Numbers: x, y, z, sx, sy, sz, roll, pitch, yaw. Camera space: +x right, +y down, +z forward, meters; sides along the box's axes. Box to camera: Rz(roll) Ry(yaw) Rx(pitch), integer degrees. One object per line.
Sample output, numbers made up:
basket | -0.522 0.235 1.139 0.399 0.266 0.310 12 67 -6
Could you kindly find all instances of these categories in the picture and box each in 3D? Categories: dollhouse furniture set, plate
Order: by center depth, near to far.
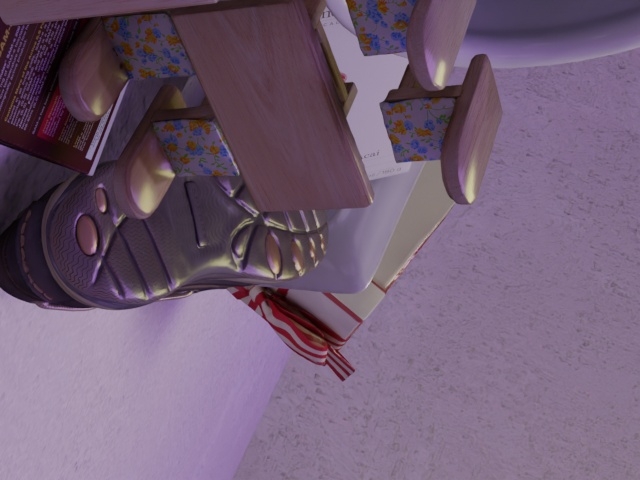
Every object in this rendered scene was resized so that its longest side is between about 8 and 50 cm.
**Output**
dollhouse furniture set | -0.046 -0.094 0.636 0.161 0.212 0.242 -68 146 -42
plate | -0.036 -0.069 1.278 0.278 0.277 0.045 -63 145 -36

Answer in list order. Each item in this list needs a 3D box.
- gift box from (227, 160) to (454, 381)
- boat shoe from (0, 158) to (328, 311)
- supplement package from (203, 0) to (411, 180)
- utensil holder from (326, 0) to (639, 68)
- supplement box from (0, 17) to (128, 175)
gift box | 0.000 0.000 1.489 0.258 0.255 0.276 -49 171 -22
boat shoe | -0.120 -0.016 1.009 0.355 0.130 0.132 -5 87 -58
supplement package | -0.006 -0.189 1.102 0.293 0.177 0.175 99 -25 -60
utensil holder | 0.143 -0.360 0.849 0.328 0.327 0.386 95 -9 -69
supplement box | -0.171 -0.119 0.714 0.239 0.073 0.130 41 69 -84
